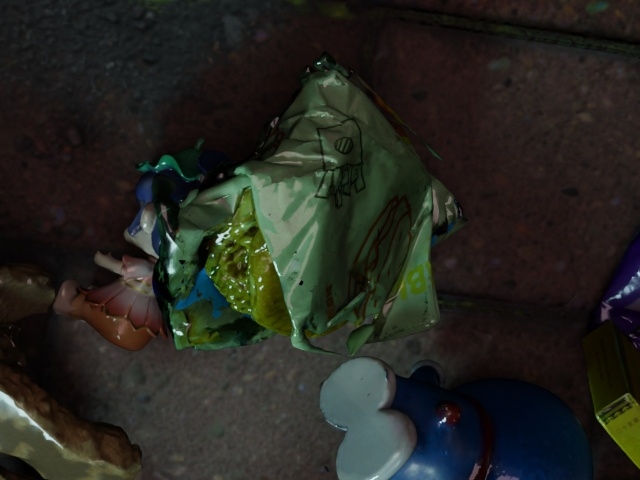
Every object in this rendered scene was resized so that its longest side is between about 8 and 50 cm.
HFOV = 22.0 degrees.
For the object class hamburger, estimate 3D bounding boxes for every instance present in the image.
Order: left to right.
[{"bbox_3d":[0.000,0.008,1.351,0.276,0.150,0.260,-40,141,-13],"label":"hamburger"}]

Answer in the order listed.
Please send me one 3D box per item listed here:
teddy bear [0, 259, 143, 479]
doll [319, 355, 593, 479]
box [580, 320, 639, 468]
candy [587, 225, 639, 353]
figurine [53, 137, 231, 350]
[{"bbox_3d":[-0.309,0.105,1.381,0.246,0.222,0.296,-38,123,21],"label":"teddy bear"},{"bbox_3d":[0.114,0.191,1.397,0.257,0.215,0.161,24,135,-31],"label":"doll"},{"bbox_3d":[0.334,0.204,1.434,0.041,0.153,0.279,-40,103,18],"label":"box"},{"bbox_3d":[0.350,-0.011,1.458,0.145,0.070,0.275,20,105,0],"label":"candy"},{"bbox_3d":[-0.132,0.006,1.410,0.102,0.111,0.195,31,94,26],"label":"figurine"}]
